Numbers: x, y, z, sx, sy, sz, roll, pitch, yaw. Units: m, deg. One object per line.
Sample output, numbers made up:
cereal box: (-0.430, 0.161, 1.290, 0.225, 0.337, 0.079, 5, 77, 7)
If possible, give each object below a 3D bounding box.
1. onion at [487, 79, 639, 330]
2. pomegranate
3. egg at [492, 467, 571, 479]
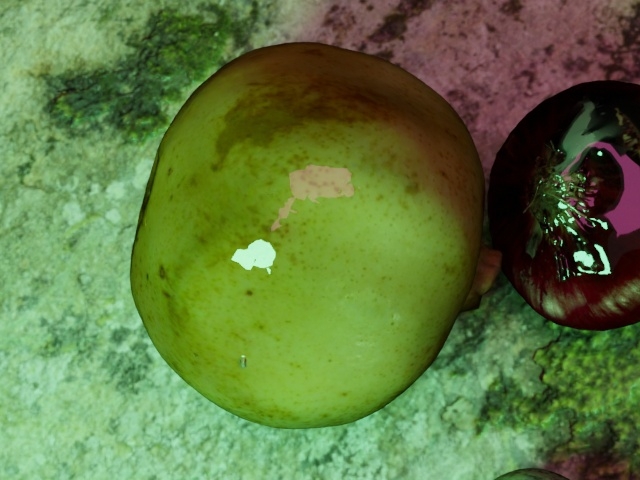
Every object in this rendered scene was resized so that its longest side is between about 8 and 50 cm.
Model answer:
onion: (0.322, -0.033, 1.878, 0.273, 0.285, 0.273, -9, 77, 44)
pomegranate: (0.000, 0.000, 1.795, 0.416, 0.416, 0.417, -2, 75, 6)
egg: (0.240, 0.321, 1.809, 0.181, 0.141, 0.141, 39, 83, 6)
